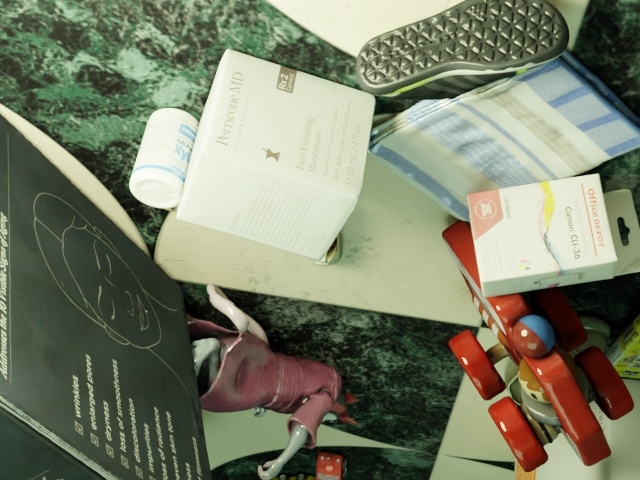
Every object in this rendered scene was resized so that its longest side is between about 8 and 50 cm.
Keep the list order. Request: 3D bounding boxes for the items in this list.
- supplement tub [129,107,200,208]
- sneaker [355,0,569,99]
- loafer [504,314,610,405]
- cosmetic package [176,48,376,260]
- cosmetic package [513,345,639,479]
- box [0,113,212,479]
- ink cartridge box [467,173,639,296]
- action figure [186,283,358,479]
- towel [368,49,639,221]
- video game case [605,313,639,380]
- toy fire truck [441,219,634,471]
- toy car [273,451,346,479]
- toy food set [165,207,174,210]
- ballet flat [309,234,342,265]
[{"bbox_3d":[-0.188,-0.100,1.381,0.071,0.107,0.071,7,148,5],"label":"supplement tub"},{"bbox_3d":[0.150,-0.197,1.190,0.234,0.084,0.097,-6,168,26],"label":"sneaker"},{"bbox_3d":[0.347,0.199,1.704,0.094,0.087,0.251,16,147,-8],"label":"loafer"},{"bbox_3d":[-0.052,-0.096,1.308,0.183,0.151,0.151,16,147,-11],"label":"cosmetic package"},{"bbox_3d":[0.450,0.379,1.822,0.161,0.230,0.453,14,146,-4],"label":"cosmetic package"},{"bbox_3d":[-0.391,0.167,1.443,0.297,0.480,0.472,-27,135,11],"label":"box"},{"bbox_3d":[0.281,-0.009,1.344,0.198,0.115,0.067,-9,158,6],"label":"ink cartridge box"},{"bbox_3d":[-0.083,0.212,1.823,0.370,0.248,0.276,15,106,-30],"label":"action figure"},{"bbox_3d":[0.213,-0.115,1.315,0.209,0.034,0.285,33,141,-32],"label":"towel"},{"bbox_3d":[0.564,0.137,1.575,0.274,0.035,0.248,7,148,-8],"label":"video game case"},{"bbox_3d":[0.263,0.137,1.459,0.169,0.302,0.254,-31,137,3],"label":"toy fire truck"},{"bbox_3d":[0.041,0.511,2.299,0.225,0.053,0.239,25,145,-21],"label":"toy car"},{"bbox_3d":[-0.174,-0.065,1.511,0.078,0.019,0.122,12,147,-3],"label":"toy food set"},{"bbox_3d":[0.000,0.000,1.531,0.057,0.052,0.168,6,147,6],"label":"ballet flat"}]
